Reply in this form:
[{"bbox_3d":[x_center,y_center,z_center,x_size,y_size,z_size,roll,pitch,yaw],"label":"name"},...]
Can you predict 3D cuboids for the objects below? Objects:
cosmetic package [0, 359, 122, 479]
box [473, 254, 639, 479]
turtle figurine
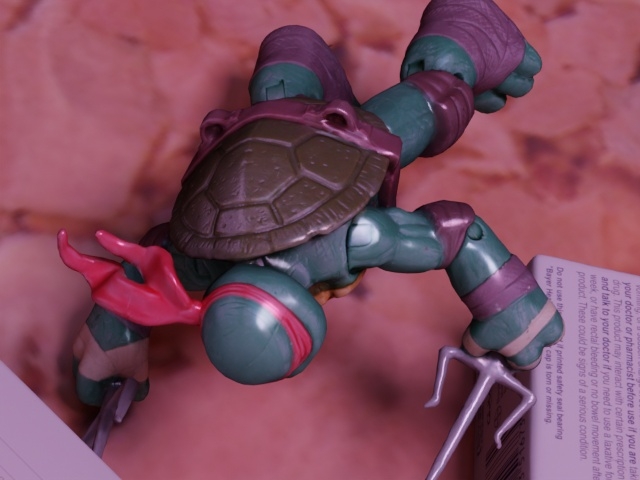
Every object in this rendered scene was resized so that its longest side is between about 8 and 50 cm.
[{"bbox_3d":[-0.121,0.175,0.469,0.377,0.097,0.284,43,33,12],"label":"cosmetic package"},{"bbox_3d":[0.130,0.086,0.676,0.137,0.072,0.126,12,55,-9],"label":"box"},{"bbox_3d":[0.000,0.000,0.642,0.175,0.118,0.234,6,41,14],"label":"turtle figurine"}]
